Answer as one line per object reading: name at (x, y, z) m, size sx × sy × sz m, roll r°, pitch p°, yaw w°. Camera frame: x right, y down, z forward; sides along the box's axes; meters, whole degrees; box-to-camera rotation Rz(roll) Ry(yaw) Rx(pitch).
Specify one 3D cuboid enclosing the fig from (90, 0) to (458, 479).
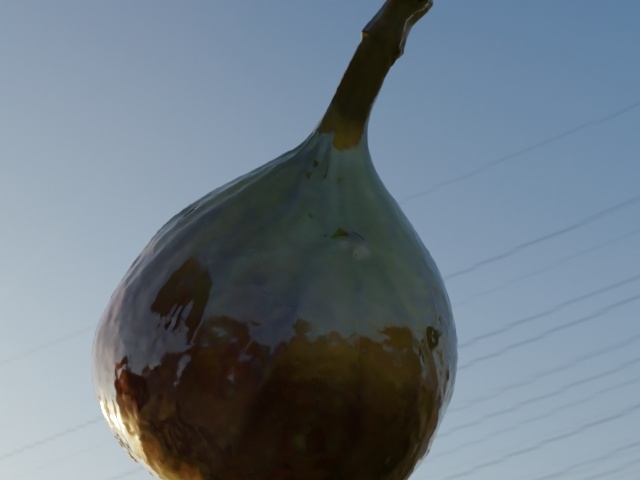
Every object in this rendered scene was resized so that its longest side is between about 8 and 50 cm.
fig at (0.008, 0.014, 0.412) m, size 0.143 × 0.160 × 0.230 m, roll 43°, pitch -101°, yaw -19°
